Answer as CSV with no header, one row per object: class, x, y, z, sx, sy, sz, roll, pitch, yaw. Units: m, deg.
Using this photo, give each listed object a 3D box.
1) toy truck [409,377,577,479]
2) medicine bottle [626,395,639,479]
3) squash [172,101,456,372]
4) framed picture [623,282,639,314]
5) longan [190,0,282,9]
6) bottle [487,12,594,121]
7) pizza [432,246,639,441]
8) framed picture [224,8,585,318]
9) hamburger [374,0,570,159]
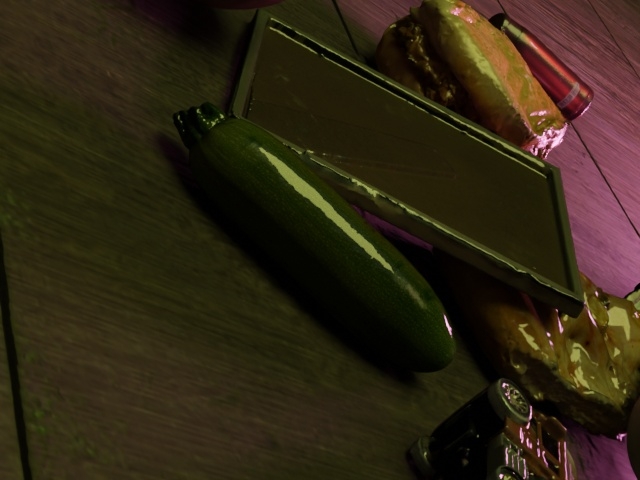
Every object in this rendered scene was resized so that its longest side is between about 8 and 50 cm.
toy truck,0.108,0.172,0.813,0.092,0.083,0.192,41,26,-15
medicine bottle,0.352,0.131,1.160,0.130,0.130,0.341,50,29,5
squash,0.000,0.000,0.913,0.258,0.069,0.069,43,24,-11
framed picture,0.417,0.091,1.389,0.192,0.018,0.265,49,52,7
longan,-0.084,-0.278,1.053,0.198,0.198,0.212,-12,75,-63
bottle,0.272,-0.222,1.721,0.164,0.060,0.060,39,25,-18
pizza,0.219,0.080,1.153,0.297,0.071,0.189,29,30,-38
framed picture,0.072,-0.070,1.104,0.315,0.024,0.232,28,28,-11
hamburger,0.149,-0.154,1.344,0.214,0.108,0.213,37,27,-23
